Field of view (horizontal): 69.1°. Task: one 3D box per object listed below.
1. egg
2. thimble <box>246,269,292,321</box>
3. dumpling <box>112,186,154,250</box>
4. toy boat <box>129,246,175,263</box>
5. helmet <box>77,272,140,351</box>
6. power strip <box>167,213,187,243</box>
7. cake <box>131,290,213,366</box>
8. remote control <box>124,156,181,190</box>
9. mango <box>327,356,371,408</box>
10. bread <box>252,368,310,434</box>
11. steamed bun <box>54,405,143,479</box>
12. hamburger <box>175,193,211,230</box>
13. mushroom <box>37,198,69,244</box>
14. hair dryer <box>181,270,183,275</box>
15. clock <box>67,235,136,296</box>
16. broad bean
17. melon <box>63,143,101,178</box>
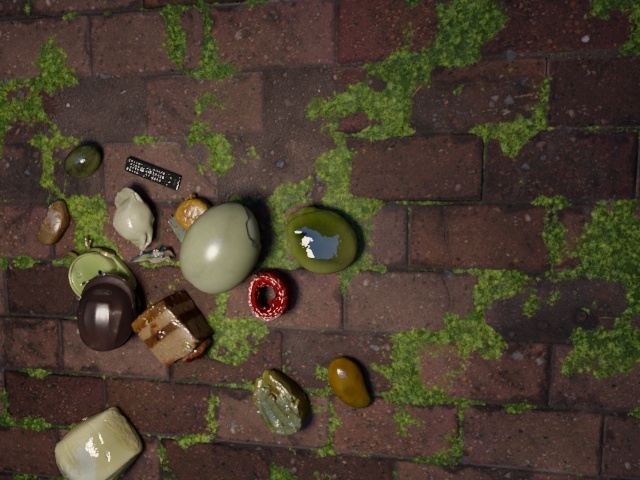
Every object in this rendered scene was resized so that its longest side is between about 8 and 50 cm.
[{"bbox_3d":[-0.355,0.018,1.709,0.278,0.278,0.336,39,103,4],"label":"egg"},{"bbox_3d":[-0.193,0.210,1.780,0.163,0.125,0.190,-7,95,8],"label":"thimble"},{"bbox_3d":[-0.751,-0.079,1.847,0.193,0.147,0.258,-9,101,42],"label":"dumpling"},{"bbox_3d":[-0.691,0.069,1.881,0.210,0.084,0.066,-11,90,21],"label":"toy boat"},{"bbox_3d":[-0.831,0.297,1.789,0.224,0.177,0.306,0,117,0],"label":"helmet"},{"bbox_3d":[-0.568,-0.049,1.870,0.051,0.019,0.136,-34,89,13],"label":"power strip"},{"bbox_3d":[-0.564,0.370,1.829,0.196,0.199,0.293,-36,90,9],"label":"cake"},{"bbox_3d":[-0.673,-0.269,1.862,0.245,0.025,0.063,22,100,7],"label":"remote control"},{"bbox_3d":[0.111,0.551,1.781,0.136,0.099,0.228,-32,98,5],"label":"mango"},{"bbox_3d":[-0.168,0.633,1.821,0.186,0.124,0.257,-38,87,12],"label":"bread"},{"bbox_3d":[-0.911,0.866,1.906,0.290,0.272,0.273,45,101,-1],"label":"steamed bun"},{"bbox_3d":[-0.489,-0.098,1.820,0.147,0.083,0.138,40,97,1],"label":"hamburger"},{"bbox_3d":[-1.109,-0.062,1.938,0.094,0.072,0.210,33,100,-4],"label":"mushroom"},{"bbox_3d":[-0.528,0.073,1.859,0.071,0.047,0.150,-13,96,12],"label":"hair dryer"},{"bbox_3d":[-0.927,0.141,1.915,0.235,0.096,0.308,-37,88,12],"label":"clock"},{"bbox_3d":[0.000,0.000,1.727,0.291,0.119,0.238,28,91,3],"label":"broad bean"},{"bbox_3d":[-0.956,-0.313,1.862,0.167,0.114,0.114,-38,89,9],"label":"melon"}]
